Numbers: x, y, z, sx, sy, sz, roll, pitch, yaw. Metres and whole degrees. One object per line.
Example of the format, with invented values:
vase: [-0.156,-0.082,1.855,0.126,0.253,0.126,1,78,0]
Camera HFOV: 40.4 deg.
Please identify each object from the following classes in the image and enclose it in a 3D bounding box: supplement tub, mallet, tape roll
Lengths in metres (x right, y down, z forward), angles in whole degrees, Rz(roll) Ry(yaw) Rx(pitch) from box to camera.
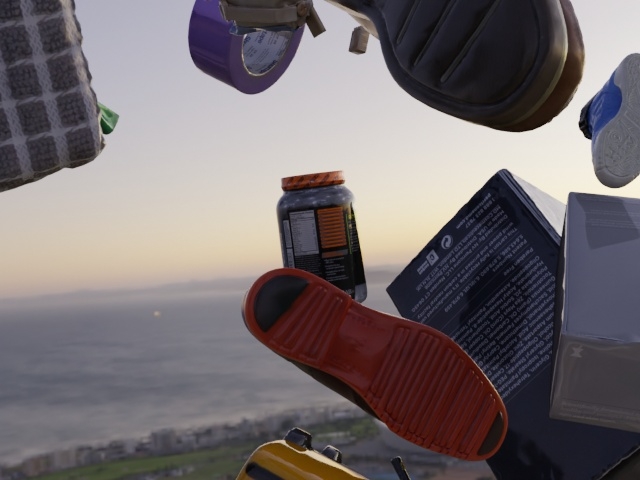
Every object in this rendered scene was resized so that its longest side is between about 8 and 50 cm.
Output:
supplement tub: [0.000,0.000,1.231,0.117,0.190,0.117,-7,2,0]
mallet: [0.139,0.381,1.167,0.039,0.190,0.062,-37,-18,20]
tape roll: [-0.106,-0.320,1.298,0.080,0.189,0.189,30,14,23]

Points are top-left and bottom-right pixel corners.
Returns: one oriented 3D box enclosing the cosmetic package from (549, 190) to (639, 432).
cosmetic package: [0.276,0.057,0.782,0.127,0.107,0.238,8,37,14]

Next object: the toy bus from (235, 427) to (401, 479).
toy bus: [0.008,0.242,0.717,0.108,0.130,0.333,24,-12,16]

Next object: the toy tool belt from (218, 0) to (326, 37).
toy tool belt: [-0.038,-0.140,0.519,0.083,0.052,0.051,9,-34,37]

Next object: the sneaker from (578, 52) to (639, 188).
sneaker: [0.293,-0.105,0.869,0.058,0.152,0.084,18,-23,-2]

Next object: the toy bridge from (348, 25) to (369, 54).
toy bridge: [0.129,-0.262,1.189,0.188,0.063,0.026,12,-2,-26]

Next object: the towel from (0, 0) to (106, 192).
towel: [-0.228,-0.129,0.358,0.235,0.284,0.121,-26,28,-36]

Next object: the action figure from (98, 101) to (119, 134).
action figure: [-0.443,-0.234,1.461,0.063,0.137,0.232,36,-13,26]

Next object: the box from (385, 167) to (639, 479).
box: [0.434,0.200,1.383,0.480,0.472,0.297,22,-62,-41]

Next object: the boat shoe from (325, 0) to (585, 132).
boat shoe: [0.093,-0.155,0.578,0.104,0.111,0.307,21,24,-32]

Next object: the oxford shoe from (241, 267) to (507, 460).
oxford shoe: [0.050,0.111,0.801,0.271,0.097,0.098,34,-13,-6]
